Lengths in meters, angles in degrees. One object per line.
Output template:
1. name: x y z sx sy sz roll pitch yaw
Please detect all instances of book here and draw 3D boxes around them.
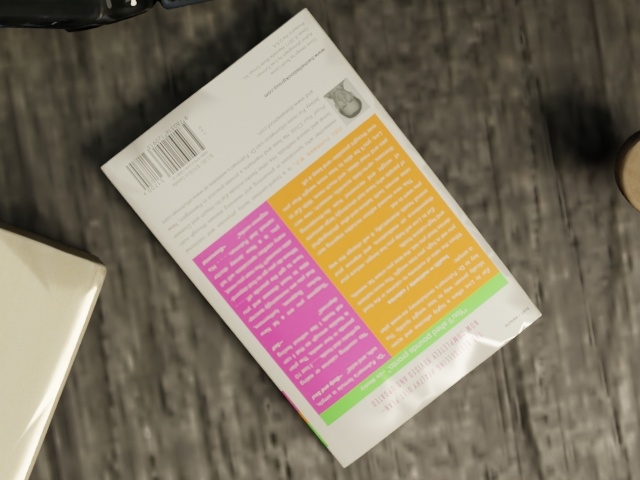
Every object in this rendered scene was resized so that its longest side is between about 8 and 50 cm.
1. book: 0.000 0.000 0.523 0.096 0.035 0.144 -38 97 -4

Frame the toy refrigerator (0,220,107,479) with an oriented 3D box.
1. toy refrigerator: -0.162 0.117 0.460 0.094 0.102 0.270 21 88 -11

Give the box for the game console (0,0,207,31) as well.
1. game console: -0.061 -0.228 0.442 0.173 0.250 0.293 -13 94 17

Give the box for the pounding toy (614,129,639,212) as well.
1. pounding toy: 0.205 -0.065 0.534 0.206 0.094 0.181 -21 98 6
